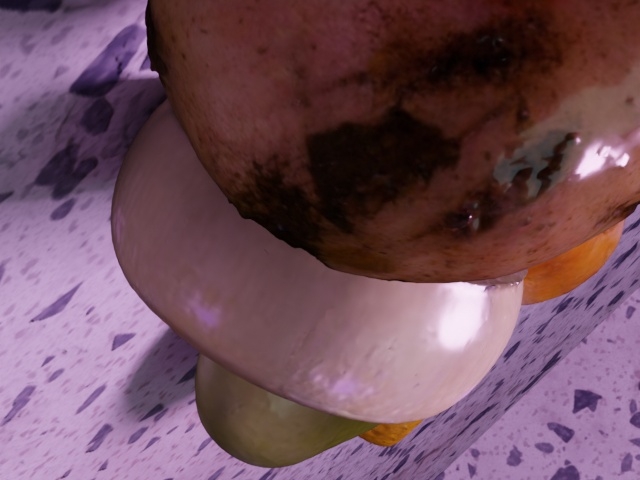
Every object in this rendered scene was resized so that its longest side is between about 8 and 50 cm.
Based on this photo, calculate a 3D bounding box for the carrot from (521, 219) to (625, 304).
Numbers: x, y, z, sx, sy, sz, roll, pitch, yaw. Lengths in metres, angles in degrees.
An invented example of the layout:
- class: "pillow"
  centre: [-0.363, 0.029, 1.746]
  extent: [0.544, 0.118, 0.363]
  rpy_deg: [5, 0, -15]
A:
- class: "carrot"
  centre: [0.166, -0.053, 1.474]
  extent: [0.196, 0.196, 0.254]
  rpy_deg: [-45, 161, 3]

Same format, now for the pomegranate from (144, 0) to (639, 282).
- class: "pomegranate"
  centre: [0.067, -0.133, 0.832]
  extent: [0.322, 0.322, 0.322]
  rpy_deg: [-40, 164, -14]

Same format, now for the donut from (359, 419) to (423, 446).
- class: "donut"
  centre: [0.117, 0.098, 1.792]
  extent: [0.303, 0.110, 0.303]
  rpy_deg: [-52, 177, -4]

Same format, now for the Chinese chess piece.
- class: "Chinese chess piece"
  centre: [0.000, 0.000, 1.052]
  extent: [0.270, 0.270, 0.112]
  rpy_deg: [-13, 134, -61]

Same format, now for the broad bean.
- class: "broad bean"
  centre: [0.010, 0.092, 1.496]
  extent: [0.291, 0.119, 0.238]
  rpy_deg: [-18, 131, -38]
